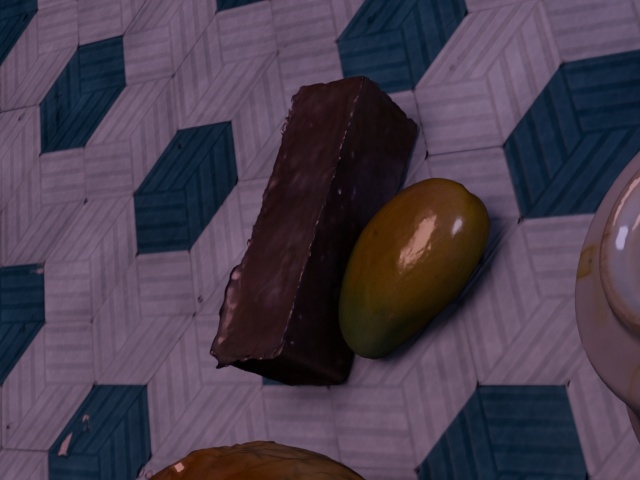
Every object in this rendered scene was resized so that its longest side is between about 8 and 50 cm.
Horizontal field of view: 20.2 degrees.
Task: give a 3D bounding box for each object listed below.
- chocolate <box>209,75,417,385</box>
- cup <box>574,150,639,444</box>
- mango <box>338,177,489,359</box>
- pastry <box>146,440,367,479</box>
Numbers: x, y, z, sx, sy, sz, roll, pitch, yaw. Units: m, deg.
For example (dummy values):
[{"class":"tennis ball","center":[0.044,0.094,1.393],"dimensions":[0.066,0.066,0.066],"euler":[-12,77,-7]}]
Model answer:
[{"class":"chocolate","center":[0.000,0.000,1.811],"dimensions":[0.112,0.112,0.321],"euler":[-5,61,47]},{"class":"cup","center":[0.327,0.025,1.360],"dimensions":[0.347,0.163,0.347],"euler":[-28,47,35]},{"class":"mango","center":[0.083,0.027,1.715],"dimensions":[0.194,0.092,0.130],"euler":[-62,37,12]},{"class":"pastry","center":[-0.066,0.367,1.517],"dimensions":[0.410,0.245,0.409],"euler":[-33,42,36]}]
